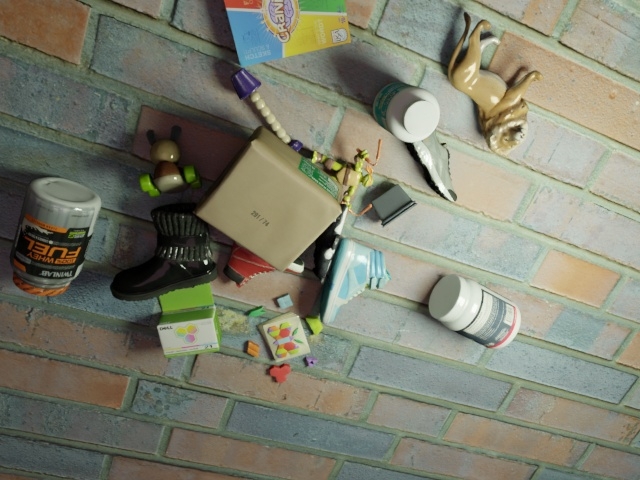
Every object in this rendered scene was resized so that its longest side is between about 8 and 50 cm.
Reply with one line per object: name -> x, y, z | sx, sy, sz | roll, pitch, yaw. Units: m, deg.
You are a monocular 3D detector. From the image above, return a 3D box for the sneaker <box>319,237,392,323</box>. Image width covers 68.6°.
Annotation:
sneaker -> 0.124, 0.162, 1.594 | 0.208, 0.127, 0.319 | 14, 111, -11

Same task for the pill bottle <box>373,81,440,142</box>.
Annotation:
pill bottle -> 0.243, -0.360, 1.314 | 0.146, 0.264, 0.146 | -3, 113, -6

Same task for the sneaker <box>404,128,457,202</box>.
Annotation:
sneaker -> 0.373, -0.235, 1.475 | 0.108, 0.100, 0.272 | -33, 112, 1

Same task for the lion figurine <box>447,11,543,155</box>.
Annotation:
lion figurine -> 0.494, -0.454, 1.395 | 0.392, 0.142, 0.240 | 40, 111, -6

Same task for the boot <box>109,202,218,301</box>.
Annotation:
boot -> -0.501, 0.028, 1.453 | 0.347, 0.131, 0.260 | -15, 121, -12

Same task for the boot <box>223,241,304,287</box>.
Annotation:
boot -> -0.190, 0.097, 1.551 | 0.244, 0.088, 0.176 | 21, 109, -6

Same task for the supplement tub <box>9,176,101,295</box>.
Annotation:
supplement tub -> -0.780, -0.008, 1.373 | 0.193, 0.194, 0.316 | 21, 109, -15

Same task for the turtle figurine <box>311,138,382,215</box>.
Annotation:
turtle figurine -> 0.077, -0.215, 1.449 | 0.217, 0.087, 0.270 | 14, 127, -2

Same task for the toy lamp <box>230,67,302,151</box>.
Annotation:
toy lamp -> -0.159, -0.370, 1.364 | 0.080, 0.080, 0.275 | -32, 113, 7

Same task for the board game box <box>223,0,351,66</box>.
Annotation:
board game box -> -0.094, -0.627, 1.270 | 0.316, 0.064, 0.243 | -14, 113, -1

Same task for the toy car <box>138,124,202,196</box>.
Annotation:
toy car -> -0.449, -0.240, 1.377 | 0.154, 0.149, 0.189 | -11, 85, -6

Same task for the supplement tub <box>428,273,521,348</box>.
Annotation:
supplement tub -> 0.539, 0.248, 1.644 | 0.272, 0.191, 0.191 | 27, 107, -16

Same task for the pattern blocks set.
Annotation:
pattern blocks set -> -0.128, 0.354, 1.695 | 0.285, 0.026, 0.325 | -31, 112, 6

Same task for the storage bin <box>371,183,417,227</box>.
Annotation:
storage bin -> 0.233, -0.116, 1.517 | 0.135, 0.098, 0.091 | -34, 85, 8

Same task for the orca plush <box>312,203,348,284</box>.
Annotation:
orca plush -> 0.000, 0.000, 1.513 | 0.102, 0.151, 0.287 | 16, 133, -2

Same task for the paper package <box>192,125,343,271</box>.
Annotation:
paper package -> -0.145, -0.120, 1.381 | 0.324, 0.168, 0.309 | 36, 120, -17

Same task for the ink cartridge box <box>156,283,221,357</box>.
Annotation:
ink cartridge box -> -0.450, 0.252, 1.575 | 0.188, 0.097, 0.256 | -7, 114, -4
